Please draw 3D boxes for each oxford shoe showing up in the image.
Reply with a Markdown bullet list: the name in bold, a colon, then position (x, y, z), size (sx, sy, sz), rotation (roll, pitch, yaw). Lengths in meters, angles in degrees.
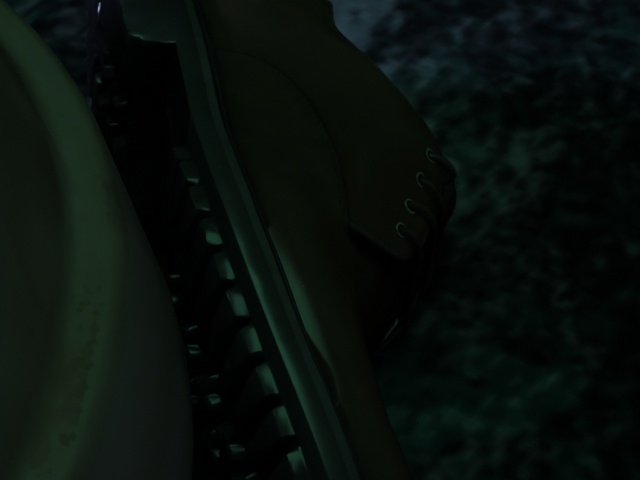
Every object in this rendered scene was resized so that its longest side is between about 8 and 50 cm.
- **oxford shoe**: position (0.000, 0.000, 0.481), size (0.096, 0.083, 0.227), rotation (0, 48, -17)

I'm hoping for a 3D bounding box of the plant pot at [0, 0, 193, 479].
- **plant pot**: position (-0.208, -0.018, 0.323), size (0.323, 0.280, 0.323), rotation (-6, 49, 7)
